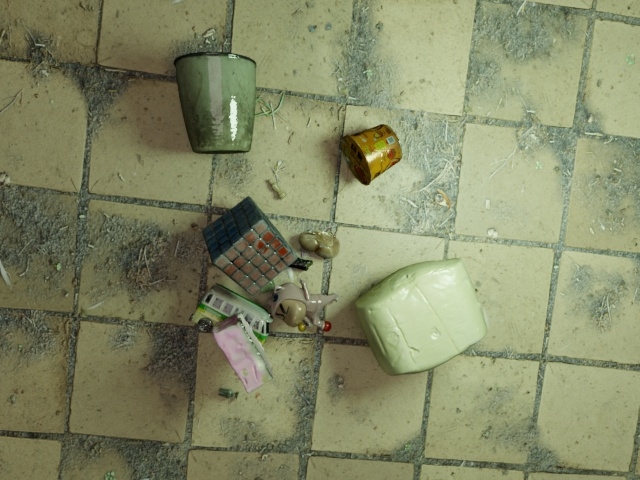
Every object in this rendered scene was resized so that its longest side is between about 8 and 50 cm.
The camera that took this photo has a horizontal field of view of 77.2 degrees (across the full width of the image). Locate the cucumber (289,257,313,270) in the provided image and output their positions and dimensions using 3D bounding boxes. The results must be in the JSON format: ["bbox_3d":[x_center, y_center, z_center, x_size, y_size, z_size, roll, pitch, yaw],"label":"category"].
[{"bbox_3d":[-0.121,0.087,1.651,0.182,0.053,0.053,13,92,-2],"label":"cucumber"}]

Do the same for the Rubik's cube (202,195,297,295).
[{"bbox_3d":[-0.268,0.016,1.507,0.237,0.237,0.238,-38,128,0],"label":"Rubik's cube"}]

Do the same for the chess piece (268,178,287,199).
[{"bbox_3d":[-0.179,-0.212,1.638,0.035,0.035,0.092,-40,91,-1],"label":"chess piece"}]

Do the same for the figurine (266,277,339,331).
[{"bbox_3d":[-0.068,0.267,1.608,0.288,0.186,0.176,19,120,-21],"label":"figurine"}]

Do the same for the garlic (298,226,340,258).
[{"bbox_3d":[-0.002,0.006,1.637,0.175,0.099,0.123,16,111,0],"label":"garlic"}]

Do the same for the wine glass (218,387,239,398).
[{"bbox_3d":[-0.383,0.636,1.671,0.084,0.039,0.042,15,94,0],"label":"wine glass"}]

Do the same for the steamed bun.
[{"bbox_3d":[0.380,0.281,1.579,0.457,0.290,0.370,-22,89,-5],"label":"steamed bun"}]

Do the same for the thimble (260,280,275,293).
[{"bbox_3d":[-0.226,0.157,1.628,0.062,0.084,0.109,-19,91,-3],"label":"thimble"}]

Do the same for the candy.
[{"bbox_3d":[-0.276,0.402,1.461,0.116,0.155,0.264,-30,96,-9],"label":"candy"}]

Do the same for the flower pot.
[{"bbox_3d":[-0.378,-0.493,1.495,0.294,0.293,0.329,-2,101,-4],"label":"flower pot"}]

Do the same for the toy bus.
[{"bbox_3d":[-0.339,0.310,1.602,0.306,0.143,0.178,30,90,-4],"label":"toy bus"}]

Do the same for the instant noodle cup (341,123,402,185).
[{"bbox_3d":[0.206,-0.347,1.577,0.172,0.216,0.215,-29,95,-11],"label":"instant noodle cup"}]
